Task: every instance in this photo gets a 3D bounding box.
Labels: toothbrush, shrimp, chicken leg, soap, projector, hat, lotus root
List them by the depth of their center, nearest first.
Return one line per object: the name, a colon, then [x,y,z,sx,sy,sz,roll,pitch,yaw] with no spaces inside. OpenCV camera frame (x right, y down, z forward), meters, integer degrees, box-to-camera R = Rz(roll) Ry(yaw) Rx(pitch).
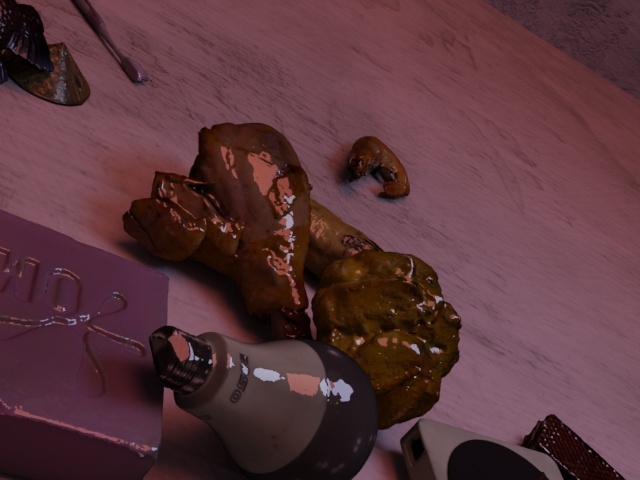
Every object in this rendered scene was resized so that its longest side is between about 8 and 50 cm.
soap: [-0.312,0.108,1.024,0.296,0.107,0.285,22,34,-24]
projector: [0.238,0.373,1.266,0.259,0.079,0.257,20,33,-27]
chicken leg: [-0.125,0.011,1.356,0.295,0.182,0.410,0,61,-35]
hat: [-0.413,-0.281,1.515,0.146,0.067,0.146,27,30,-18]
lotus root: [0.000,0.000,1.539,0.258,0.097,0.110,37,20,16]
toothbrush: [-0.404,-0.400,1.745,0.029,0.024,0.354,1,45,-55]
shrimp: [0.106,-0.138,1.891,0.150,0.068,0.248,48,25,8]

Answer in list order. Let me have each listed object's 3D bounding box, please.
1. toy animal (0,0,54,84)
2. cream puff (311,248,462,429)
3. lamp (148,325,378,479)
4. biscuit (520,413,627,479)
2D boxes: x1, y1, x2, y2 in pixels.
toy animal: [-0.471,-0.323,1.403,0.218,0.180,0.116,15,11,-36]
cream puff: [0.088,0.126,1.305,0.244,0.196,0.244,-24,90,-87]
lamp: [-0.062,0.194,1.075,0.313,0.182,0.182,15,34,-52]
biscuit: [0.403,0.380,1.451,0.252,0.070,0.106,43,30,10]
